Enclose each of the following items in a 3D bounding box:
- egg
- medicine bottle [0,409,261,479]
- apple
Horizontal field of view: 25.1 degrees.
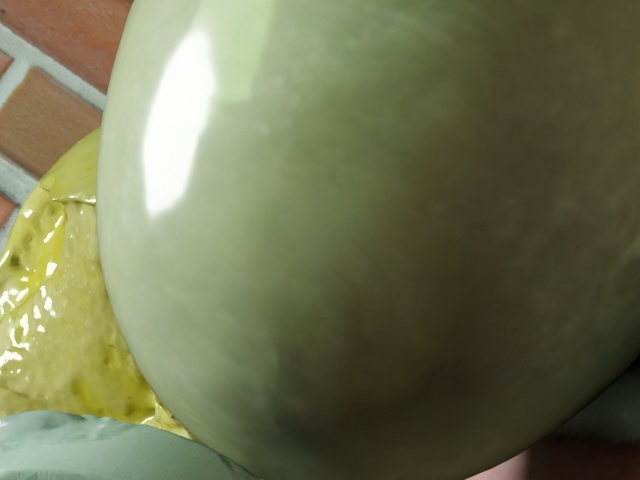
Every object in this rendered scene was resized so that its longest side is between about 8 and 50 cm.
[{"bbox_3d":[0.051,-0.066,0.578,0.352,0.258,0.258,-61,7,-3],"label":"egg"},{"bbox_3d":[-0.104,0.203,0.408,0.245,0.245,0.290,-52,8,26],"label":"medicine bottle"},{"bbox_3d":[-0.068,0.055,0.839,0.279,0.279,0.279,-55,7,9],"label":"apple"}]
